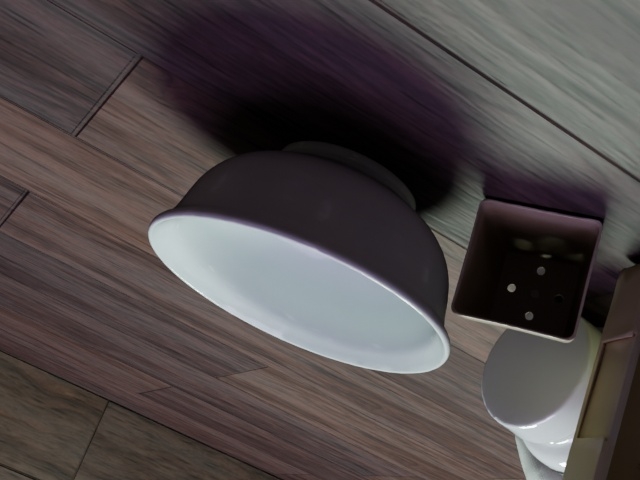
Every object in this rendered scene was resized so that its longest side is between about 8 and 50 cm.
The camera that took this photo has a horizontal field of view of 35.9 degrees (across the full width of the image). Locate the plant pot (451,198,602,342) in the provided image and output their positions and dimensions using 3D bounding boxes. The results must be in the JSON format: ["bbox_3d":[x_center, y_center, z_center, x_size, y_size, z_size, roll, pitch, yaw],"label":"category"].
[{"bbox_3d":[0.191,0.037,0.895,0.109,0.109,0.096,13,167,21],"label":"plant pot"}]

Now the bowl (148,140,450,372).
[{"bbox_3d":[0.000,0.000,0.923,0.298,0.134,0.298,21,160,8],"label":"bowl"}]

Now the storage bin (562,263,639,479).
[{"bbox_3d":[0.360,0.174,0.838,0.260,0.262,0.123,26,160,-12],"label":"storage bin"}]

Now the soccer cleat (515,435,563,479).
[{"bbox_3d":[0.386,0.310,1.361,0.116,0.143,0.331,-41,145,25],"label":"soccer cleat"}]

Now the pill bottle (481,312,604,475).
[{"bbox_3d":[0.315,0.191,1.053,0.283,0.161,0.161,35,155,-29],"label":"pill bottle"}]
